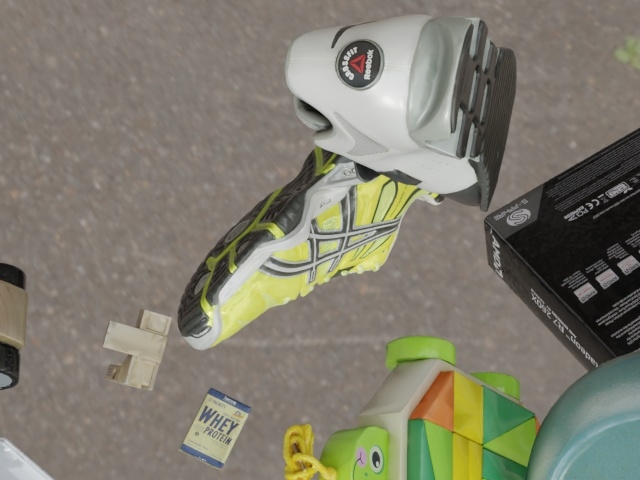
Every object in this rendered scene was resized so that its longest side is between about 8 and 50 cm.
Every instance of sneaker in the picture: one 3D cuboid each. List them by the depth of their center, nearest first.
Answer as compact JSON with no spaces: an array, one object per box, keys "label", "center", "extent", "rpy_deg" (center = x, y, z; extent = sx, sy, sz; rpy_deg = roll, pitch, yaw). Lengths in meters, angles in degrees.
[{"label":"sneaker","center":[0.062,-0.103,1.144],"extent":[0.330,0.146,0.122],"rpy_deg":[36,63,-72]},{"label":"sneaker","center":[0.000,0.000,1.773],"extent":[0.385,0.145,0.147],"rpy_deg":[-43,106,-13]}]

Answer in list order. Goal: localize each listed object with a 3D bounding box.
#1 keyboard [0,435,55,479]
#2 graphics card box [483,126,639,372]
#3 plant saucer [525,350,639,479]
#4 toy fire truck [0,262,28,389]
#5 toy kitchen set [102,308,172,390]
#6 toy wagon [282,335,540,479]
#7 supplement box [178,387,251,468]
[{"label":"keyboard","center":[-0.156,0.244,1.127],"extent":[0.256,0.014,0.072],"rpy_deg":[43,118,-9]},{"label":"graphics card box","center":[0.368,0.059,1.618],"extent":[0.233,0.371,0.094],"rpy_deg":[-31,144,-13]},{"label":"plant saucer","center":[0.277,0.234,1.119],"extent":[0.044,0.318,0.317],"rpy_deg":[-25,131,-47]},{"label":"toy fire truck","center":[-0.435,0.090,1.481],"extent":[0.217,0.158,0.246],"rpy_deg":[-22,145,34]},{"label":"toy kitchen set","center":[-0.217,0.115,1.701],"extent":[0.068,0.075,0.083],"rpy_deg":[19,80,-24]},{"label":"toy wagon","center":[0.089,0.210,1.175],"extent":[0.068,0.267,0.344],"rpy_deg":[-11,156,30]},{"label":"supplement box","center":[-0.128,0.227,1.856],"extent":[0.056,0.083,0.083],"rpy_deg":[26,79,-3]}]
